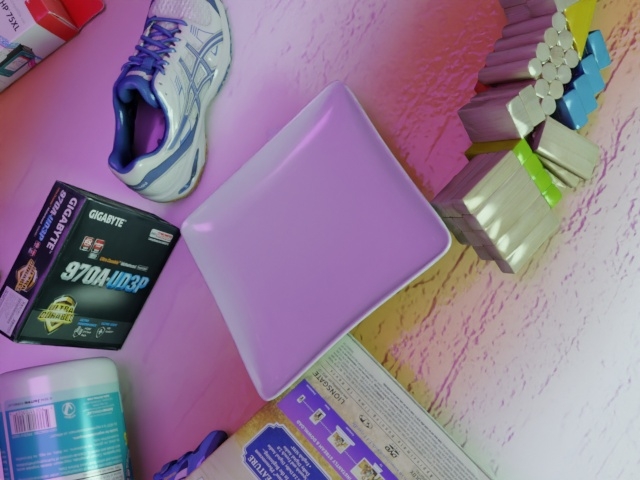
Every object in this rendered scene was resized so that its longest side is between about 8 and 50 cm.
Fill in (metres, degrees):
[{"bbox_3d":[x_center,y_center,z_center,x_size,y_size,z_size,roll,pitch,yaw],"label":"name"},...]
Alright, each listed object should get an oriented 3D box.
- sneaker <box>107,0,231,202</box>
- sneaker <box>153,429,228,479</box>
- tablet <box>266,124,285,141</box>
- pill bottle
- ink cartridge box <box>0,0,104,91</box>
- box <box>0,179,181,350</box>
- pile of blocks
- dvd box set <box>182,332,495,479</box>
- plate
[{"bbox_3d":[-0.186,-0.198,1.185,0.112,0.131,0.296,1,82,19],"label":"sneaker"},{"bbox_3d":[-0.164,0.278,1.156,0.059,0.053,0.144,37,93,20],"label":"sneaker"},{"bbox_3d":[-0.023,-0.119,1.188,0.083,0.006,0.054,-13,79,16],"label":"tablet"},{"bbox_3d":[-0.294,0.276,1.144,0.146,0.146,0.264,-11,83,16],"label":"pill bottle"},{"bbox_3d":[-0.418,-0.299,1.297,0.231,0.078,0.134,-35,74,10],"label":"ink cartridge box"},{"bbox_3d":[-0.266,0.037,1.131,0.051,0.220,0.175,28,91,21],"label":"box"},{"bbox_3d":[0.223,-0.141,1.078,0.113,0.149,0.362,4,70,60],"label":"pile of blocks"},{"bbox_3d":[-0.021,0.343,1.024,0.420,0.062,0.307,-43,65,-8],"label":"dvd box set"},{"bbox_3d":[-0.010,-0.002,1.109,0.278,0.045,0.277,-42,54,16],"label":"plate"}]
